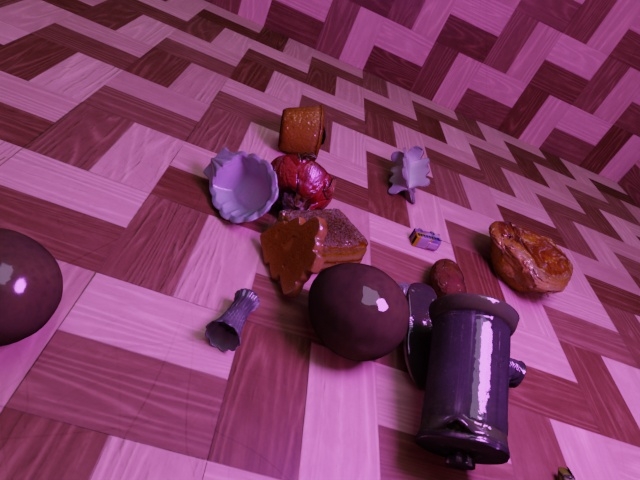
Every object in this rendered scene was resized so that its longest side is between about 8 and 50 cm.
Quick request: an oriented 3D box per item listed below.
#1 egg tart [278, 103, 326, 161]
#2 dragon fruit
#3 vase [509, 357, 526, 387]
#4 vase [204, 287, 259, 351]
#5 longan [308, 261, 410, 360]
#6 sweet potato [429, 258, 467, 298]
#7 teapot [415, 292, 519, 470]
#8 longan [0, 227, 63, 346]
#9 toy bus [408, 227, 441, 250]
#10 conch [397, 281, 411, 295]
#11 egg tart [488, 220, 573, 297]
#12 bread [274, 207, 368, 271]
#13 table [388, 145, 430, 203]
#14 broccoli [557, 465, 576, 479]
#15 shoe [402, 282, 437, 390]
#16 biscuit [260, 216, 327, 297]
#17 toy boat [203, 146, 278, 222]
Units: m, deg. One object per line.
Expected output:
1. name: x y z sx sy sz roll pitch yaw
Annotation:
1. egg tart: -0.064 -0.402 1.746 0.170 0.215 0.215 7 38 -9
2. dragon fruit: -0.075 -0.136 1.419 0.218 0.223 0.148 46 53 -36
3. vase: 0.416 0.295 1.246 0.237 0.115 0.115 29 34 -3
4. vase: -0.183 0.164 1.036 0.081 0.081 0.149 28 31 1
5. longan: 0.086 0.158 1.105 0.248 0.248 0.248 18 35 -13
6. sweet potato: 0.385 0.146 1.382 0.109 0.109 0.385 22 20 -7
7. teapot: 0.318 0.320 1.032 0.200 0.270 0.337 4 55 20
8. longan: -0.544 0.080 0.803 0.196 0.197 0.220 -10 40 -42
9. toy bus: 0.364 -0.002 1.636 0.102 0.052 0.058 13 39 -16
10. conch: 0.246 0.156 1.353 0.085 0.057 0.076 10 51 -22
11. egg tart: 0.739 0.067 1.710 0.339 0.153 0.351 -4 45 -38
12. bread: 0.000 0.000 1.346 0.234 0.111 0.184 -4 42 -40
13. table: 0.350 -0.256 1.878 0.166 0.166 0.198 22 42 -8
14. broccoli: 0.536 0.561 0.993 0.122 0.118 0.204 19 18 7
15. shoe: 0.249 0.245 1.206 0.103 0.098 0.275 13 54 -9
16. biscuit: -0.075 0.025 1.214 0.041 0.212 0.238 19 5 -45
17. toy boat: -0.218 -0.152 1.360 0.290 0.199 0.100 44 1 30
